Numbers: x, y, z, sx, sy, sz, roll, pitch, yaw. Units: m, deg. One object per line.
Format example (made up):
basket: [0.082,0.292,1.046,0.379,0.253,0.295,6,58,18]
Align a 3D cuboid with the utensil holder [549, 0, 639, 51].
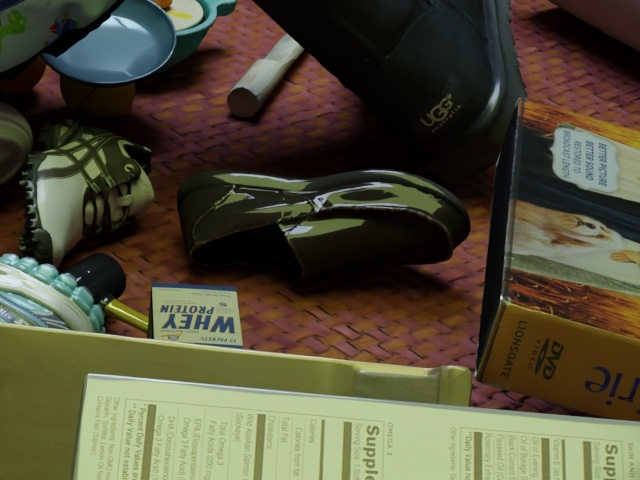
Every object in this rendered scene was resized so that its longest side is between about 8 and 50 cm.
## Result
utensil holder: [0.393,-0.301,1.801,0.327,0.327,0.385,-14,33,-34]

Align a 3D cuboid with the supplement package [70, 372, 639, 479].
supplement package: [0.015,0.197,0.854,0.263,0.199,0.198,5,60,-4]

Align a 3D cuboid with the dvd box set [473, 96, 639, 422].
dvd box set: [0.310,0.047,1.206,0.420,0.062,0.307,16,28,1]

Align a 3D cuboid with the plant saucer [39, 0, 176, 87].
plant saucer: [-0.179,-0.163,1.610,0.119,0.021,0.119,4,46,-4]

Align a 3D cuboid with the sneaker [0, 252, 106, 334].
sneaker: [-0.284,0.052,1.219,0.283,0.110,0.122,10,32,5]

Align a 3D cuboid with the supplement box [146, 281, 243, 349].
supplement box: [-0.082,0.083,1.229,0.056,0.083,0.083,3,29,-9]

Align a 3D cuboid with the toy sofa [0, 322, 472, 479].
toy sofa: [-0.101,0.128,1.074,0.362,0.150,0.177,6,-7,-2]

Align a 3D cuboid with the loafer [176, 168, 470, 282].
loafer: [0.000,0.000,1.426,0.220,0.080,0.078,1,51,8]

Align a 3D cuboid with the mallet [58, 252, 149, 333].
mallet: [-0.099,0.061,1.323,0.190,0.039,0.062,21,34,15]

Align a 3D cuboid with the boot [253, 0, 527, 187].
boot: [-0.031,-0.282,1.594,0.445,0.146,0.367,38,17,-27]

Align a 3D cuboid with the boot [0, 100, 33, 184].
boot: [-0.306,-0.020,1.380,0.258,0.095,0.123,-18,45,-27]

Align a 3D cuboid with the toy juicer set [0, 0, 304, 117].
toy juicer set: [-0.155,-0.182,1.691,0.329,0.089,0.209,4,29,-8]

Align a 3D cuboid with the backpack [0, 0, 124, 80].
backpack: [-0.310,-0.229,1.508,0.290,0.273,0.355,-32,43,-31]

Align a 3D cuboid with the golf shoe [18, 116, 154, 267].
golf shoe: [-0.172,-0.035,1.435,0.094,0.077,0.198,7,30,-1]
